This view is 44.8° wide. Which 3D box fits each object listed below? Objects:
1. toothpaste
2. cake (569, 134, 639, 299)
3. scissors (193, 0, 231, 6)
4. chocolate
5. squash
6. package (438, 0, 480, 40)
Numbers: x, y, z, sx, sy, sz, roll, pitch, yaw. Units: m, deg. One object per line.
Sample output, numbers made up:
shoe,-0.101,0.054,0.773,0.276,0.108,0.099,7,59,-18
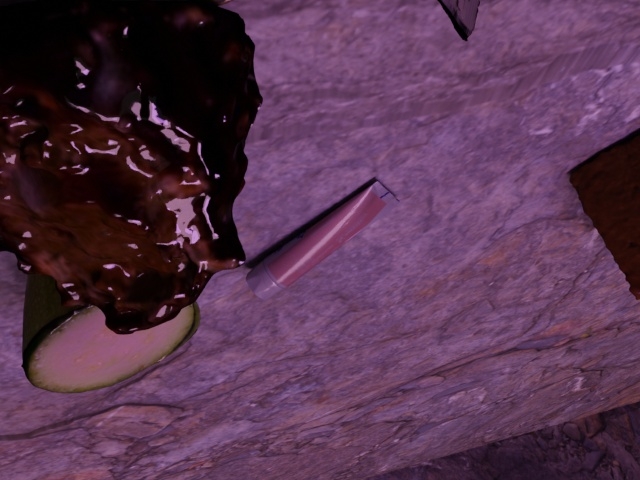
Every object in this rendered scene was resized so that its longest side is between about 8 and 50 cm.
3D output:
toothpaste,0.000,0.000,0.890,0.194,0.043,0.067,-35,149,13
cake,0.481,-0.016,1.035,0.199,0.196,0.293,-32,150,17
scissors,0.003,-0.218,0.465,0.220,0.088,0.017,-32,147,-3
chocolate,-0.135,-0.029,0.482,0.224,0.177,0.206,-14,175,32
squash,-0.207,0.058,0.748,0.170,0.122,0.170,-17,152,-9
package,0.073,-0.223,0.428,0.239,0.030,0.154,19,97,-59
